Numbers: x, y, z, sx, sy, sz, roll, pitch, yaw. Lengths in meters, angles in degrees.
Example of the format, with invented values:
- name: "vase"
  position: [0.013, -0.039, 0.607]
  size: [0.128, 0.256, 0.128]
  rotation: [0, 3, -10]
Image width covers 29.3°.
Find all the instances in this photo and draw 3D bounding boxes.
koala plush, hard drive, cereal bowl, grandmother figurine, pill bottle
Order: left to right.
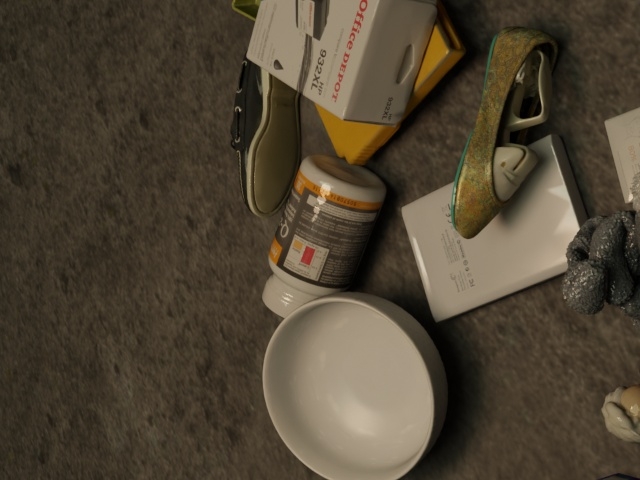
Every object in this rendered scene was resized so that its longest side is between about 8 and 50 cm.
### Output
- name: "pill bottle"
  position: [0.000, 0.000, 2.179]
  size: [0.162, 0.162, 0.278]
  rotation: [36, 114, 35]
- name: "cereal bowl"
  position: [0.076, 0.244, 2.111]
  size: [0.339, 0.141, 0.339]
  rotation: [9, 107, 30]
- name: "hard drive"
  position: [0.286, -0.014, 1.999]
  size: [0.319, 0.040, 0.210]
  rotation: [-26, 74, 40]
- name: "koala plush"
  position: [0.465, -0.004, 1.704]
  size: [0.203, 0.196, 0.221]
  rotation: [-79, 17, -49]
- name: "grandmother figurine"
  position: [0.533, 0.183, 1.753]
  size: [0.342, 0.104, 0.208]
  rotation: [-49, 33, 35]

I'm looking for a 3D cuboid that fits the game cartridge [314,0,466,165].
- name: "game cartridge"
  position: [0.092, -0.328, 2.124]
  size: [0.323, 0.053, 0.285]
  rotation: [-48, 55, 42]

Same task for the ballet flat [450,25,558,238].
- name: "ballet flat"
  position: [0.293, -0.168, 1.901]
  size: [0.123, 0.123, 0.348]
  rotation: [7, 78, 42]

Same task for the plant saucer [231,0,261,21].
- name: "plant saucer"
  position: [-0.060, -0.483, 2.282]
  size: [0.188, 0.045, 0.188]
  rotation: [34, 106, 36]

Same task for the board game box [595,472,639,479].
- name: "board game box"
  position: [0.551, 0.491, 1.754]
  size: [0.347, 0.078, 0.233]
  rotation: [8, 97, 42]

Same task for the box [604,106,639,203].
- name: "box"
  position: [0.515, -0.137, 1.754]
  size: [0.170, 0.091, 0.130]
  rotation: [-20, 78, 41]

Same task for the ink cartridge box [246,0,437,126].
- name: "ink cartridge box"
  position: [0.028, -0.352, 2.058]
  size: [0.307, 0.129, 0.223]
  rotation: [38, 119, 45]

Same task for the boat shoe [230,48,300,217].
- name: "boat shoe"
  position: [-0.117, -0.213, 2.301]
  size: [0.113, 0.127, 0.340]
  rotation: [3, 92, 43]
